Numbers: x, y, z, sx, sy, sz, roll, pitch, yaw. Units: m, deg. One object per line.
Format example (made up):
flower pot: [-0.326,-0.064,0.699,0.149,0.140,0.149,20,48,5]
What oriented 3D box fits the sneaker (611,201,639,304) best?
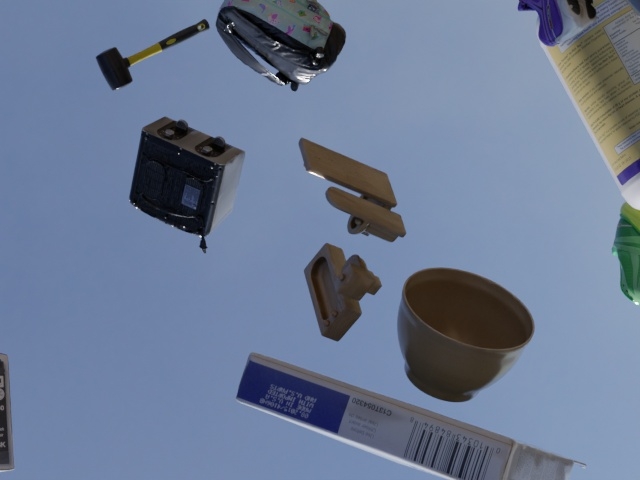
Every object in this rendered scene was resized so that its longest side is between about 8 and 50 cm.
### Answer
sneaker: [0.502,0.057,2.147,0.109,0.123,0.295,8,-150,-18]

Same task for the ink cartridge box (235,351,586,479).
ink cartridge box: [0.113,0.226,1.736,0.330,0.324,0.071,31,-104,-63]

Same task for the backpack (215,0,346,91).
backpack: [-0.064,-0.319,2.231,0.182,0.152,0.115,32,-116,-15]

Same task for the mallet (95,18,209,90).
mallet: [-0.249,-0.284,2.300,0.039,0.189,0.062,-2,109,65]

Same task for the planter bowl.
planter bowl: [0.159,0.122,1.785,0.162,0.109,0.162,14,-150,-8]

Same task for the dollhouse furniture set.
dollhouse furniture set: [0.000,0.000,1.714,0.123,0.151,0.144,22,-148,-30]

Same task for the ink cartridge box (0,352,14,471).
ink cartridge box: [-0.470,0.214,2.020,0.045,0.206,0.208,1,-102,-32]

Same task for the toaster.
toaster: [-0.233,-0.105,2.616,0.168,0.186,0.110,24,-148,15]

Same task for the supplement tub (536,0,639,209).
supplement tub: [0.412,-0.230,1.841,0.331,0.241,0.241,64,-159,9]

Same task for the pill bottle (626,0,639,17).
pill bottle: [0.361,-0.324,1.557,0.283,0.161,0.161,48,-158,-15]

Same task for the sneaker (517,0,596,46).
sneaker: [0.227,-0.276,1.563,0.068,0.071,0.170,19,-131,-38]
